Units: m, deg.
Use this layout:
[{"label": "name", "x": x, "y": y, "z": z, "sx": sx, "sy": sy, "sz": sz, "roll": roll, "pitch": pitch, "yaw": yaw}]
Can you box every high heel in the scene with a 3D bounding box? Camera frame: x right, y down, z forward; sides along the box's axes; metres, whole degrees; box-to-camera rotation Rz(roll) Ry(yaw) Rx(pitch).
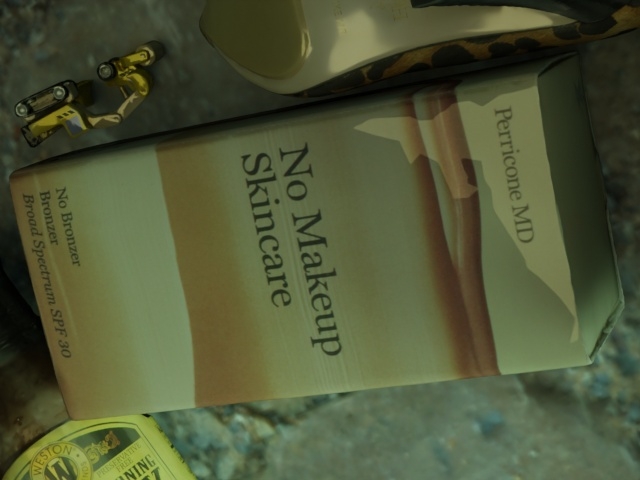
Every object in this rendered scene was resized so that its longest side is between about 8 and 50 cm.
[{"label": "high heel", "x": 0.062, "y": -0.128, "z": 0.727, "sx": 0.261, "sy": 0.186, "sz": 0.093, "roll": 2, "pitch": 98, "yaw": 55}]

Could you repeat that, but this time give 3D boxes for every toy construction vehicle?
[{"label": "toy construction vehicle", "x": -0.137, "y": -0.081, "z": 0.795, "sx": 0.098, "sy": 0.086, "sz": 0.035, "roll": -23, "pitch": 101, "yaw": 10}]

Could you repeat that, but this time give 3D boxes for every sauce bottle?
[{"label": "sauce bottle", "x": -0.142, "y": 0.152, "z": 0.838, "sx": 0.111, "sy": 0.111, "sz": 0.344, "roll": -38, "pitch": 89, "yaw": 24}]

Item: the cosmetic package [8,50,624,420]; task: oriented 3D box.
[{"label": "cosmetic package", "x": 0.000, "y": 0.000, "z": 0.738, "sx": 0.296, "sy": 0.129, "sz": 0.153, "roll": -10, "pitch": 98, "yaw": 21}]
